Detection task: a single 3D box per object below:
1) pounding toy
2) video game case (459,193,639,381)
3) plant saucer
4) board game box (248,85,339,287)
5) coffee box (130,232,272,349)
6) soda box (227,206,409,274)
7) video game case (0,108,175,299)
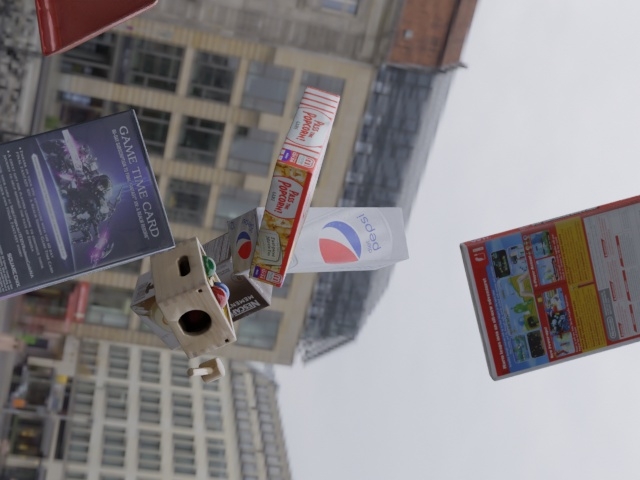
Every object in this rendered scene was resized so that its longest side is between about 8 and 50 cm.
[{"bbox_3d":[-0.175,0.131,1.614,0.181,0.094,0.206,-111,178,-54],"label":"pounding toy"},{"bbox_3d":[0.352,0.064,1.438,0.025,0.285,0.204,-113,-172,-77],"label":"video game case"},{"bbox_3d":[-0.422,-0.492,1.956,0.047,0.259,0.259,33,39,-60],"label":"plant saucer"},{"bbox_3d":[-0.032,-0.062,1.231,0.193,0.045,0.147,106,1,-46],"label":"board game box"},{"bbox_3d":[-0.233,0.100,2.055,0.246,0.141,0.098,-25,-147,21],"label":"coffee box"},{"bbox_3d":[0.000,0.000,1.662,0.098,0.286,0.091,-21,-107,53],"label":"soda box"},{"bbox_3d":[-0.350,-0.044,1.357,0.026,0.274,0.196,140,-67,-77],"label":"video game case"}]
